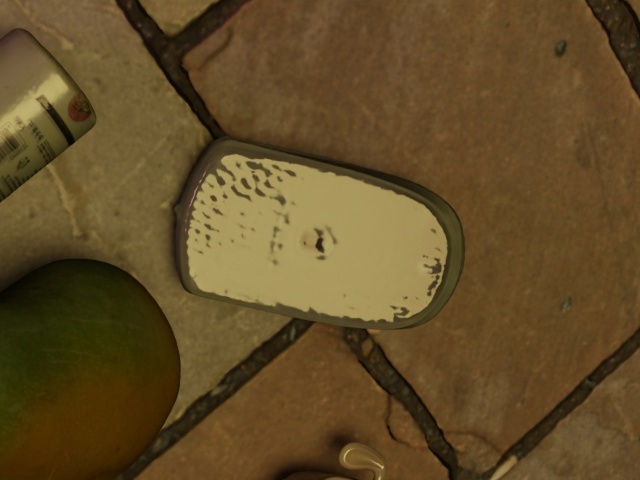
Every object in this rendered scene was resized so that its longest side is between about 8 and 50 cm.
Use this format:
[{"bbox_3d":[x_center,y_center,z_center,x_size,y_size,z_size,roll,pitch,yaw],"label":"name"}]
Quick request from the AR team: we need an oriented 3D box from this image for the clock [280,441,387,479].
[{"bbox_3d":[-0.006,0.257,1.140,0.191,0.062,0.151,-41,114,-12],"label":"clock"}]

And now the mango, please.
[{"bbox_3d":[-0.178,0.096,0.942,0.114,0.251,0.157,8,100,17],"label":"mango"}]

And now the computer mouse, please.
[{"bbox_3d":[0.000,0.000,1.079,0.230,0.079,0.128,16,93,-11],"label":"computer mouse"}]

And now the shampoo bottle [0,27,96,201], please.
[{"bbox_3d":[-0.273,-0.029,0.937,0.262,0.085,0.085,-41,115,-10],"label":"shampoo bottle"}]
